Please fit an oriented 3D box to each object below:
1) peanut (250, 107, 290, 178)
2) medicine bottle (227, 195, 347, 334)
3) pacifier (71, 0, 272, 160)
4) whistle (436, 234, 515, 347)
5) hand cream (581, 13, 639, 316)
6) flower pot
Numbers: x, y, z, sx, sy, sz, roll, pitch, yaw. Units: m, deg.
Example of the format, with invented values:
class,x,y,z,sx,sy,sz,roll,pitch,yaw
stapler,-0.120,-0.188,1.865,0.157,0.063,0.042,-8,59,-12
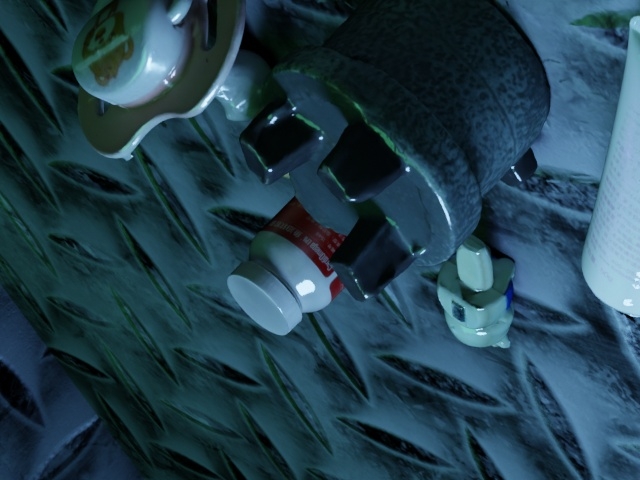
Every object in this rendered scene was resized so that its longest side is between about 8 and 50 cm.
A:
class,x,y,z,sx,sy,sz,roll,pitch,yaw
peanut,0.024,-0.127,2.073,0.290,0.130,0.130,15,144,45
medicine bottle,0.000,0.000,2.156,0.131,0.250,0.131,37,156,19
pacifier,-0.188,-0.232,2.116,0.332,0.220,0.273,-26,111,41
whistle,0.202,0.065,2.138,0.110,0.092,0.244,34,157,27
hand cream,0.352,-0.063,1.674,0.185,0.118,0.359,38,149,20
flower pot,0.072,-0.106,1.817,0.299,0.283,0.299,35,155,19
